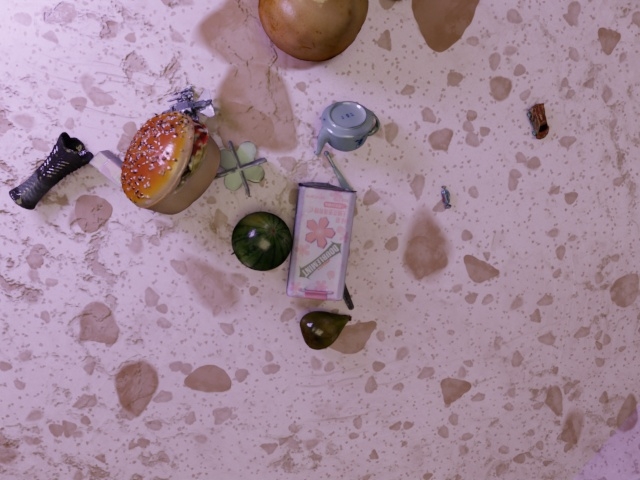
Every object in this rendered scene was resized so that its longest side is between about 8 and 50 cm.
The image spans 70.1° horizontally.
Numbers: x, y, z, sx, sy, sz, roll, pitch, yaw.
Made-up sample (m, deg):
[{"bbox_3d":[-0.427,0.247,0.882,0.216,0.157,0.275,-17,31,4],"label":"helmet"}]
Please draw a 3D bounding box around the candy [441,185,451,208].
[{"bbox_3d":[0.436,-0.150,1.575,0.030,0.020,0.084,-13,103,-7],"label":"candy"}]

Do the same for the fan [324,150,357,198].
[{"bbox_3d":[0.064,-0.210,1.502,0.038,0.016,0.193,-32,107,-4],"label":"fan"}]

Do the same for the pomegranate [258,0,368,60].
[{"bbox_3d":[-0.030,-0.653,1.247,0.318,0.319,0.320,-2,103,-9],"label":"pomegranate"}]

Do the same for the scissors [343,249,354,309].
[{"bbox_3d":[0.048,0.102,1.565,0.160,0.024,0.318,-24,105,-5],"label":"scissors"}]

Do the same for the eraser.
[{"bbox_3d":[-0.567,-0.174,1.361,0.225,0.095,0.052,42,94,-16],"label":"eraser"}]

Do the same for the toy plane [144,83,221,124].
[{"bbox_3d":[-0.415,-0.384,1.350,0.233,0.082,0.160,-13,78,-7],"label":"toy plane"}]

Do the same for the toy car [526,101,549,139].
[{"bbox_3d":[0.750,-0.406,1.562,0.059,0.035,0.122,-25,104,-7],"label":"toy car"}]

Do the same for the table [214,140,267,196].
[{"bbox_3d":[-0.239,-0.216,1.354,0.166,0.198,0.167,-2,102,-9],"label":"table"}]

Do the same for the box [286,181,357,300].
[{"bbox_3d":[0.000,0.000,1.470,0.190,0.112,0.371,7,96,-9],"label":"box"}]

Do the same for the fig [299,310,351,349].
[{"bbox_3d":[0.024,0.295,1.556,0.184,0.126,0.133,-18,92,-1],"label":"fig"}]

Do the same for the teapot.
[{"bbox_3d":[0.083,-0.340,1.422,0.231,0.159,0.159,-22,106,-15],"label":"teapot"}]

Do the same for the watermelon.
[{"bbox_3d":[-0.186,0.006,1.428,0.187,0.214,0.188,8,70,-24],"label":"watermelon"}]

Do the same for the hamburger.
[{"bbox_3d":[-0.419,-0.218,1.247,0.300,0.300,0.176,-49,137,4],"label":"hamburger"}]

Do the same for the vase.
[{"bbox_3d":[-0.785,-0.194,1.323,0.237,0.115,0.115,-41,106,6],"label":"vase"}]
